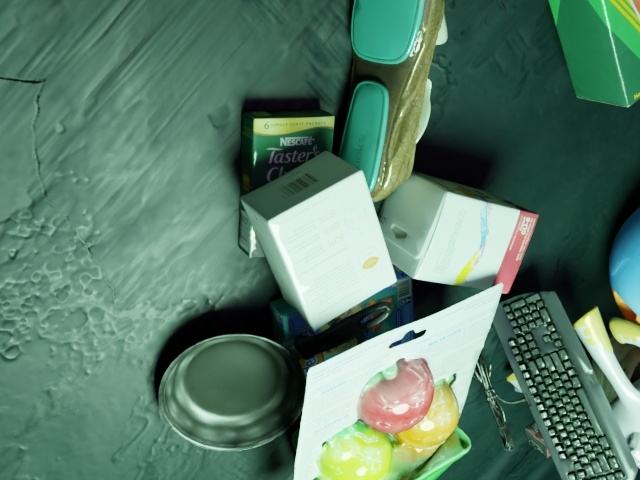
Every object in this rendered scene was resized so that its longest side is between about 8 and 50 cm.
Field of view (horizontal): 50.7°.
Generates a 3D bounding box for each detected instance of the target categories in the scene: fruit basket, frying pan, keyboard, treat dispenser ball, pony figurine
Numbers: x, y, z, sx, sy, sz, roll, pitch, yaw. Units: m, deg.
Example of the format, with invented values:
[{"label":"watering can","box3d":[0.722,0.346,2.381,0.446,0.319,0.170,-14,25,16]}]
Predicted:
[{"label":"fruit basket","box3d":[0.093,0.232,0.952,0.327,0.165,0.353,-19,130,-29]},{"label":"frying pan","box3d":[-0.079,0.153,0.894,0.197,0.053,0.326,31,107,-23]},{"label":"keyboard","box3d":[0.346,0.250,1.084,0.202,0.317,0.033,-30,164,32]},{"label":"treat dispenser ball","box3d":[0.637,0.052,1.130,0.288,0.288,0.288,-11,116,-24]},{"label":"pony figurine","box3d":[0.500,0.319,1.134,0.303,0.363,0.351,-26,159,-45]}]

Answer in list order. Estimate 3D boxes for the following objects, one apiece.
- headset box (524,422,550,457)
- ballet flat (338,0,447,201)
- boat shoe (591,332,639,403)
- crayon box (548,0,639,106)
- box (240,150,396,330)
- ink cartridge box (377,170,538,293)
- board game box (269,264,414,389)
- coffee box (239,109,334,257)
[{"label":"headset box","box3d":[0.440,0.375,1.301,0.083,0.062,0.032,-24,120,-19]},{"label":"ballet flat","box3d":[0.102,-0.214,0.847,0.124,0.116,0.342,-16,120,-45]},{"label":"boat shoe","box3d":[0.612,0.322,1.348,0.109,0.098,0.302,-25,120,-17]},{"label":"crayon box","box3d":[0.470,-0.416,0.914,0.363,0.106,0.313,-38,123,-12]},{"label":"box","box3d":[0.000,0.000,0.835,0.130,0.091,0.170,-30,123,-15]},{"label":"ink cartridge box","box3d":[0.184,-0.014,0.955,0.176,0.128,0.127,10,106,-32]},{"label":"board game box","box3d":[0.038,0.135,0.990,0.210,0.047,0.160,-16,118,-22]},{"label":"coffee box","box3d":[-0.044,-0.072,0.860,0.113,0.040,0.184,-5,113,-26]}]
